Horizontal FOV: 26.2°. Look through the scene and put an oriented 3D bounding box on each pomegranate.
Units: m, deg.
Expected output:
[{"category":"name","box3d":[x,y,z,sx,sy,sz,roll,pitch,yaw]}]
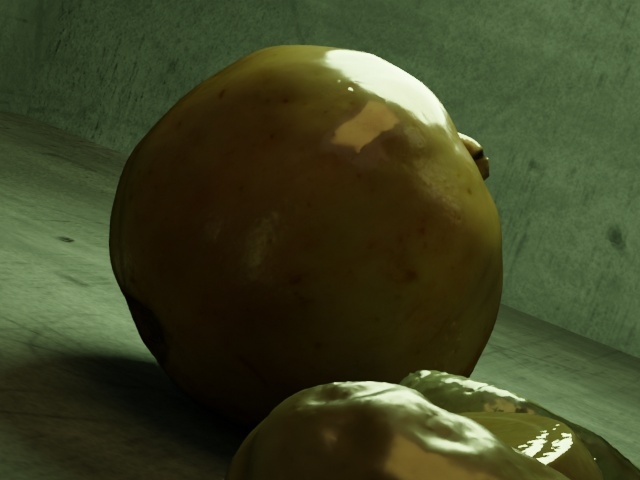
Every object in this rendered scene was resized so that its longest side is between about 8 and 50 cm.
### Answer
[{"category":"pomegranate","box3d":[0.000,0.000,1.341,0.411,0.411,0.411,19,7,-2]}]

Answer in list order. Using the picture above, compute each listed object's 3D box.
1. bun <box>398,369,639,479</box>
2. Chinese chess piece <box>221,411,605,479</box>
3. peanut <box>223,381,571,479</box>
[{"category":"bun","box3d":[0.132,0.202,1.032,0.244,0.153,0.244,26,-21,11]},{"category":"Chinese chess piece","box3d":[0.050,0.177,0.828,0.251,0.097,0.251,-11,4,1]},{"category":"peanut","box3d":[0.110,0.217,0.606,0.387,0.169,0.192,44,29,11]}]
